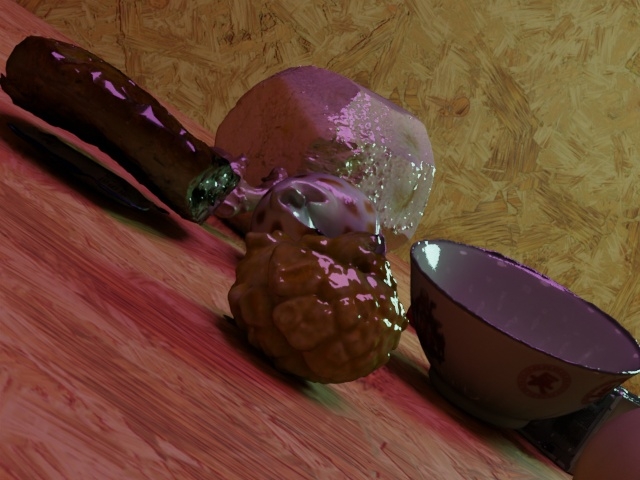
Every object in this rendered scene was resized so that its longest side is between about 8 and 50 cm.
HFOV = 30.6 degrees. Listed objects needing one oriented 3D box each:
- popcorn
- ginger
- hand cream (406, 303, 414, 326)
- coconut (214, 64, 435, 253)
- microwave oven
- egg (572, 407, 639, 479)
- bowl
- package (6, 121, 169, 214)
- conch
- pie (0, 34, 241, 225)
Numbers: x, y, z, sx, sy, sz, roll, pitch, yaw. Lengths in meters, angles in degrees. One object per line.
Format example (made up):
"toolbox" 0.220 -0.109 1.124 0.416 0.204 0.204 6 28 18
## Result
"popcorn" -0.011 0.058 1.073 0.173 0.142 0.173 18 29 -10
"ginger" -0.182 -0.096 1.628 0.259 0.065 0.149 19 27 17
"hand cream" 0.275 0.137 2.092 0.230 0.149 0.230 33 7 -5
"coconut" 0.018 -0.098 1.813 0.309 0.297 0.297 22 12 -43
"microwave oven" 0.348 0.228 1.708 0.194 0.145 0.240 34 4 -46
"egg" 0.330 0.255 1.023 0.188 0.188 0.253 31 13 -39
"bowl" 0.239 0.143 1.542 0.337 0.157 0.337 23 17 -7
"package" -0.255 -0.076 1.303 0.171 0.027 0.173 34 0 3
"conch" 0.000 0.000 1.531 0.275 0.149 0.182 13 47 -52
"pie" -0.232 -0.135 1.358 0.288 0.103 0.354 34 -1 4
